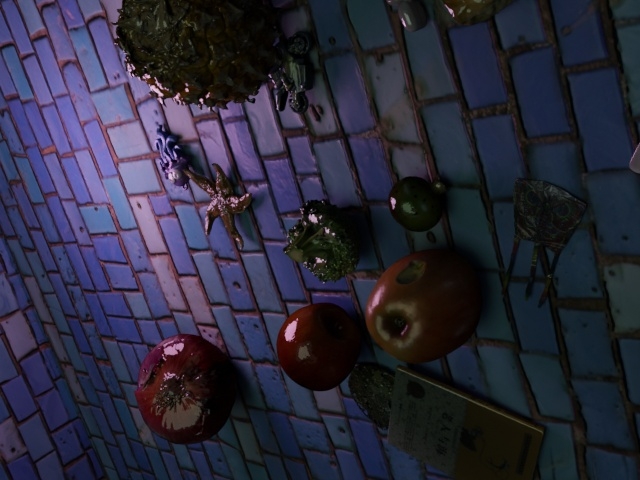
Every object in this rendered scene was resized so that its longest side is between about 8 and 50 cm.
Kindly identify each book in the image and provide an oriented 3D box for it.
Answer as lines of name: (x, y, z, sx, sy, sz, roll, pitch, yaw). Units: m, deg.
book: (0.345, 0.483, 1.902, 0.389, 0.032, 0.269, 20, 124, 27)

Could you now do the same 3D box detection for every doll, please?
doll: (0.171, -0.509, 1.490, 0.160, 0.059, 0.161, 51, 145, 13)
doll: (-0.423, -0.234, 2.189, 0.110, 0.067, 0.206, -33, 79, 38)

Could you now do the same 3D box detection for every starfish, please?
starfish: (-0.272, -0.105, 2.127, 0.236, 0.062, 0.277, -36, 85, 46)

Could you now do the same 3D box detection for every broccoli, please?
broccoli: (0.001, -0.001, 1.860, 0.226, 0.176, 0.198, 9, 116, 22)

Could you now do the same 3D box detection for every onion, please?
onion: (-0.414, 0.476, 2.474, 0.348, 0.285, 0.347, -4, 78, 17)

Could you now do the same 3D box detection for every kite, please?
kite: (0.443, 0.010, 1.581, 0.152, 0.015, 0.285, 28, 127, 32)

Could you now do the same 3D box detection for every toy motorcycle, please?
toy motorcycle: (-0.076, -0.391, 1.783, 0.124, 0.061, 0.193, 18, 118, 27)

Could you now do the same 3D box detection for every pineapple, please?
pineapple: (-0.278, -0.463, 1.710, 0.352, 0.300, 0.352, 0, 90, 32)

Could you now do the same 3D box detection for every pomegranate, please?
pomegranate: (0.211, -0.082, 1.671, 0.130, 0.130, 0.130, 21, 126, 32)

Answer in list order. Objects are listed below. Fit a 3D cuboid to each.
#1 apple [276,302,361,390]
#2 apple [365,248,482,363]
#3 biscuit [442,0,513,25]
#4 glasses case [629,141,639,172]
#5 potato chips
apple: (-0.004, 0.273, 1.992, 0.218, 0.218, 0.201, 49, 129, 10)
apple: (0.227, 0.145, 1.686, 0.242, 0.241, 0.242, 24, 128, 35)
biscuit: (0.316, -0.515, 1.336, 0.274, 0.091, 0.213, -15, 105, 47)
glasses case: (0.574, -0.157, 1.358, 0.032, 0.021, 0.083, 31, 131, 23)
potato chips: (0.163, 0.416, 2.056, 0.220, 0.029, 0.202, -28, 93, 48)
